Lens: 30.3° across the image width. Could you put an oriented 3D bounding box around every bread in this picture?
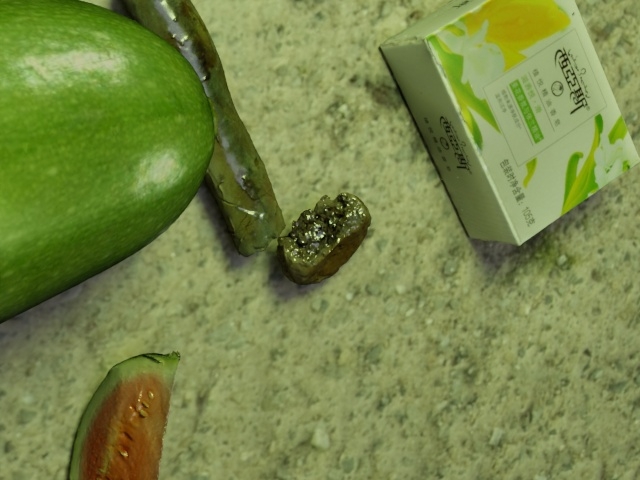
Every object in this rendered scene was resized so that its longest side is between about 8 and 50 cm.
[{"bbox_3d":[0.000,0.000,1.258,0.060,0.082,0.113,42,69,19],"label":"bread"}]

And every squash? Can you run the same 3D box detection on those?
[{"bbox_3d":[-0.244,-0.108,1.033,0.309,0.310,0.310,-30,108,-34],"label":"squash"}]

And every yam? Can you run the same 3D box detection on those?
[{"bbox_3d":[-0.116,-0.133,1.192,0.067,0.071,0.317,-21,107,9],"label":"yam"}]

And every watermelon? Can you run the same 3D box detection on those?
[{"bbox_3d":[-0.191,0.219,1.164,0.063,0.119,0.245,15,89,-37],"label":"watermelon"}]

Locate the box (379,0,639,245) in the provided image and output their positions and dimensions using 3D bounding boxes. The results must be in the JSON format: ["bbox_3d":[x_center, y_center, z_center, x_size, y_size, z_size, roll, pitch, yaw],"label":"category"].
[{"bbox_3d":[0.214,-0.154,1.324,0.194,0.111,0.260,-34,106,-19],"label":"box"}]
